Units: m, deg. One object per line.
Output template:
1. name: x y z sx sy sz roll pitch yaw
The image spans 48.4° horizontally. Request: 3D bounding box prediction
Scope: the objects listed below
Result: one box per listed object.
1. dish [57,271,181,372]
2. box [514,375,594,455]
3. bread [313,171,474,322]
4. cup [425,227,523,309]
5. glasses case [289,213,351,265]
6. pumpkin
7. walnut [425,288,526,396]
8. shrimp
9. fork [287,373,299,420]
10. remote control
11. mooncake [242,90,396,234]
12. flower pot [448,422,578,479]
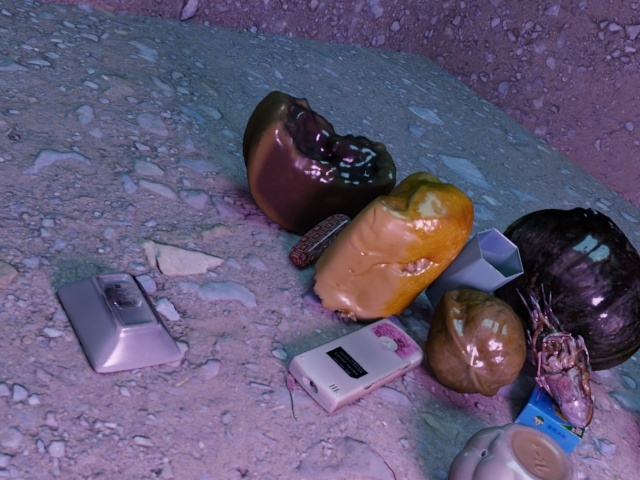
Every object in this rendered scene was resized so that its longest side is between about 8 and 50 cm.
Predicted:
1. dish: -0.391 0.140 1.405 0.182 0.080 0.243 -4 40 -40
2. box: 0.555 0.401 1.684 0.139 0.073 0.194 33 31 15
3. bread: 0.201 0.015 1.759 0.250 0.394 0.361 46 30 5
4. cup: 0.373 0.092 1.783 0.148 0.235 0.134 -8 62 -41
5. glasses case: 0.000 0.000 1.874 0.194 0.049 0.073 -39 39 -23
6. pumpkin: 0.640 0.127 1.847 0.344 0.454 0.454 -25 46 -8
7. walnut: 0.360 0.231 1.660 0.283 0.228 0.282 51 24 -34
8. shrimp: 0.535 0.256 1.619 0.145 0.117 0.342 10 59 -51
9. fork: -0.055 0.318 1.437 0.016 0.012 0.115 8 38 -19
10. remote control: 0.090 0.268 1.580 0.344 0.050 0.145 -13 46 -47
11. mooncake: -0.013 -0.225 1.943 0.394 0.393 0.246 -19 32 5
12. flower pot: 0.358 0.462 1.323 0.246 0.195 0.246 18 30 -11
